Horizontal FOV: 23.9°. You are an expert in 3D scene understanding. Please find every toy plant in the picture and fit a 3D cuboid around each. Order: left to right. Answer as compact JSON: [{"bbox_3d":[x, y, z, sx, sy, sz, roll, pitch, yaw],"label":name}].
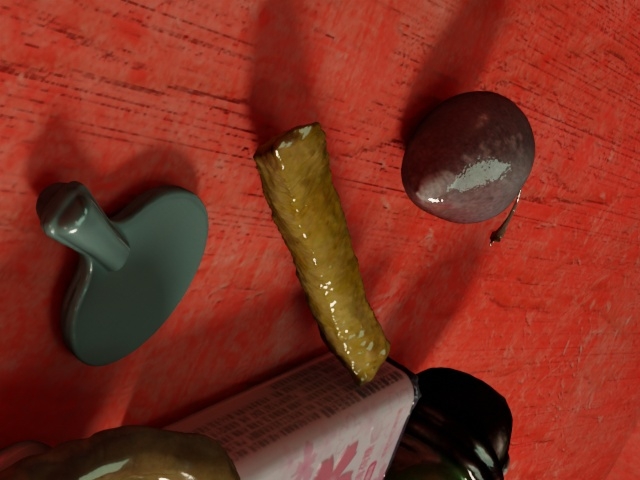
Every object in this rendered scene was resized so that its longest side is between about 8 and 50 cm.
[{"bbox_3d":[0.097,0.257,1.647,0.235,0.175,0.218,-51,-160,-28],"label":"toy plant"}]

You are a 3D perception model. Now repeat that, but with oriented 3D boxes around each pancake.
[{"bbox_3d":[-0.189,0.240,1.111,0.294,0.049,0.294,-22,144,-17],"label":"pancake"}]

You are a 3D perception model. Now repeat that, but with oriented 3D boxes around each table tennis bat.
[{"bbox_3d":[-0.145,0.013,1.080,0.149,0.038,0.237,-54,160,-7],"label":"table tennis bat"}]

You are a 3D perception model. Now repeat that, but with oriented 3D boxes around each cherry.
[{"bbox_3d":[0.130,-0.050,1.432,0.148,0.115,0.188,-59,170,-50],"label":"cherry"}]

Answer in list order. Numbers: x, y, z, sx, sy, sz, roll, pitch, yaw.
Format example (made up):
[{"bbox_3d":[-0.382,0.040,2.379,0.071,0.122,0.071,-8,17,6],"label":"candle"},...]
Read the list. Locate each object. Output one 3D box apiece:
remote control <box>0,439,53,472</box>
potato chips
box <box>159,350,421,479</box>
[{"bbox_3d":[-0.218,0.212,1.157,0.097,0.045,0.256,-38,154,-13],"label":"remote control"},{"bbox_3d":[0.000,0.000,1.287,0.057,0.080,0.407,-37,150,-11],"label":"potato chips"},{"bbox_3d":[-0.055,0.225,1.408,0.370,0.112,0.190,-19,135,-57],"label":"box"}]
